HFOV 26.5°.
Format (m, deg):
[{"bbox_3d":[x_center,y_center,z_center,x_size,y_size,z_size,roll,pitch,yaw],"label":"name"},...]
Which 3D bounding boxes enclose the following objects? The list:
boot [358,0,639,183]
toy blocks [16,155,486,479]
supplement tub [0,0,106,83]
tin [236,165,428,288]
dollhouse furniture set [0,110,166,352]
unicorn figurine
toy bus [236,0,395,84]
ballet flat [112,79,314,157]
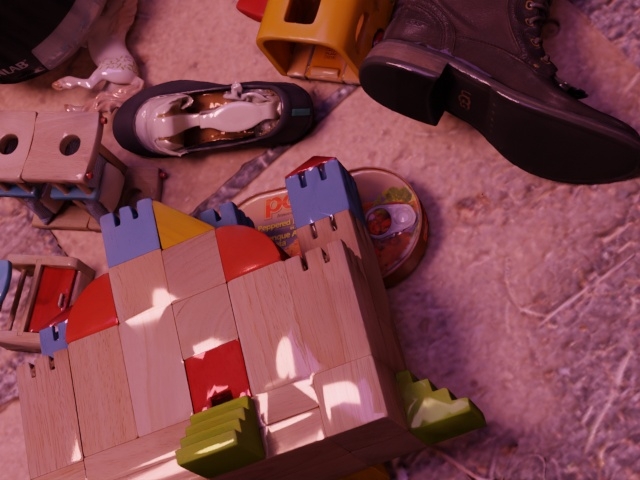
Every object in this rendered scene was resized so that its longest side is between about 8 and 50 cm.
[{"bbox_3d":[0.173,-0.185,1.123,0.263,0.091,0.229,24,64,5],"label":"boot"},{"bbox_3d":[-0.093,0.078,1.073,0.381,0.191,0.261,-22,62,14],"label":"toy blocks"},{"bbox_3d":[-0.352,-0.289,1.179,0.207,0.338,0.207,-10,68,26],"label":"supplement tub"},{"bbox_3d":[0.000,0.000,1.158,0.189,0.040,0.106,-12,70,17],"label":"tin"},{"bbox_3d":[-0.236,-0.004,1.200,0.129,0.129,0.184,2,70,22],"label":"dollhouse furniture set"},{"bbox_3d":[-0.214,-0.189,1.309,0.111,0.060,0.162,-26,77,-1],"label":"unicorn figurine"},{"bbox_3d":[0.014,-0.240,1.205,0.191,0.104,0.202,-35,62,6],"label":"toy bus"},{"bbox_3d":[-0.107,-0.110,1.217,0.203,0.074,0.074,-3,69,20],"label":"ballet flat"}]
